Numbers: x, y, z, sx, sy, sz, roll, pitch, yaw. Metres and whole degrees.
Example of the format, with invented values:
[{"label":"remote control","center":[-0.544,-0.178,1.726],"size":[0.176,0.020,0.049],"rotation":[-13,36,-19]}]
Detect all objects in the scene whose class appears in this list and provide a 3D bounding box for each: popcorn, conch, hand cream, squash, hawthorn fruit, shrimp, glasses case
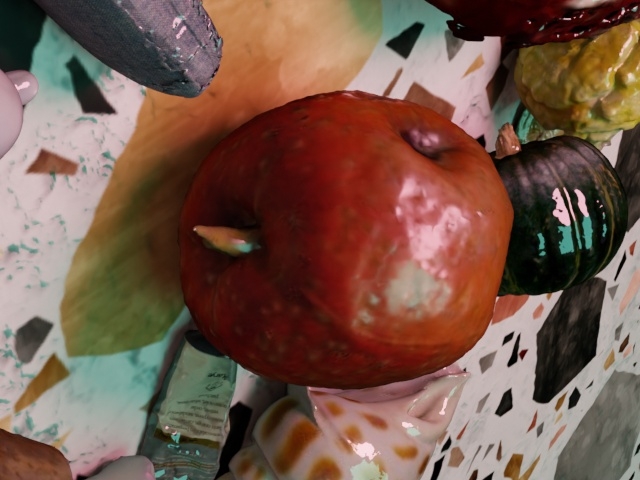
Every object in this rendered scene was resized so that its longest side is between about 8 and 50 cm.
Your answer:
[{"label":"popcorn","center":[0.326,-0.189,1.051],"size":[0.213,0.198,0.197],"rotation":[9,106,-20]},{"label":"conch","center":[0.017,0.192,0.946],"size":[0.275,0.182,0.149],"rotation":[-23,166,-31]},{"label":"hand cream","center":[-0.124,0.180,0.853],"size":[0.075,0.052,0.247],"rotation":[7,114,-27]},{"label":"squash","center":[0.213,-0.028,1.014],"size":[0.218,0.218,0.172],"rotation":[-38,126,-32]},{"label":"hawthorn fruit","center":[0.017,0.001,0.756],"size":[0.262,0.258,0.258],"rotation":[-14,126,-16]},{"label":"shrimp","center":[0.276,-0.162,1.163],"size":[0.099,0.041,0.180],"rotation":[5,109,-38]},{"label":"glasses case","center":[-0.149,-0.177,0.536],"size":[0.067,0.109,0.282],"rotation":[-58,144,-17]}]

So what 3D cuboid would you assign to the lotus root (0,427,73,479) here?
[{"label":"lotus root","center":[-0.261,0.233,0.547],"size":[0.192,0.272,0.272],"rotation":[35,82,-49]}]

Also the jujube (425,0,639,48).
[{"label":"jujube","center":[0.235,-0.308,0.841],"size":[0.377,0.258,0.258],"rotation":[-35,135,-41]}]

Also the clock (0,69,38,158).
[{"label":"clock","center":[-0.240,-0.067,0.513],"size":[0.176,0.080,0.117],"rotation":[17,97,-55]}]

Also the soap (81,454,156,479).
[{"label":"soap","center":[-0.188,0.375,0.778],"size":[0.208,0.115,0.346],"rotation":[-20,118,-41]}]
